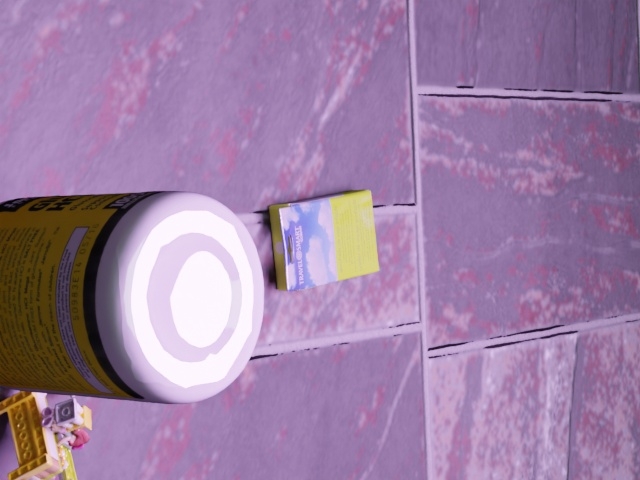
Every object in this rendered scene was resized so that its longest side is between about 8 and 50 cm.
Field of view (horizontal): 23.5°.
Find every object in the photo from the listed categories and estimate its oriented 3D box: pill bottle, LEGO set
[{"bbox_3d":[-0.230,0.050,1.434,0.188,0.334,0.188,1,89,-49],"label":"pill bottle"},{"bbox_3d":[-0.249,0.162,1.584,0.107,0.132,0.287,48,40,-53],"label":"LEGO set"}]

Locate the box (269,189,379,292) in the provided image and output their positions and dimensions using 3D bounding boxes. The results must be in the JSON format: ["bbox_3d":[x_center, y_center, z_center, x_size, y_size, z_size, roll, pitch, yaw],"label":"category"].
[{"bbox_3d":[0.000,0.000,1.919,0.178,0.042,0.109,-12,98,-48],"label":"box"}]
